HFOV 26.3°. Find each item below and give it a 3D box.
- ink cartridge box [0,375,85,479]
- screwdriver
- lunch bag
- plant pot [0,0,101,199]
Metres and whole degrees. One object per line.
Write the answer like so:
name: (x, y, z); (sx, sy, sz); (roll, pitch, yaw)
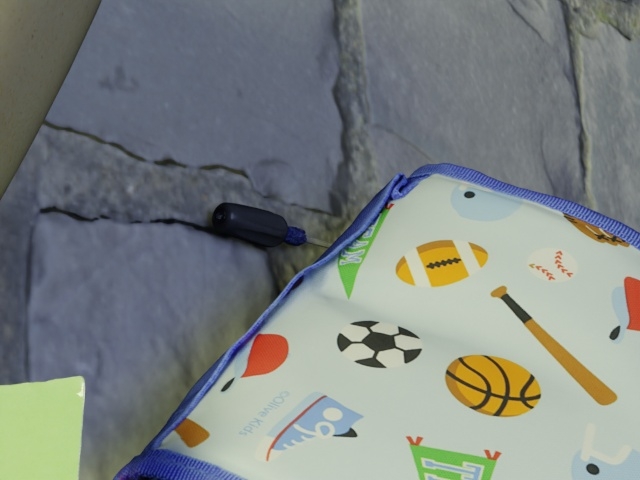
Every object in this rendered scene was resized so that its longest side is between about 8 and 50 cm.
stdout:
ink cartridge box: (-0.185, 0.171, 0.551); (0.056, 0.171, 0.235); (40, 46, -63)
screwdriver: (0.000, 0.000, 0.888); (0.170, 0.025, 0.024); (12, 67, -39)
lunch bag: (0.117, 0.160, 0.783); (0.385, 0.239, 0.328); (39, 49, 5)
plant pot: (-0.220, -0.081, 0.586); (0.256, 0.256, 0.274); (17, 80, -38)
